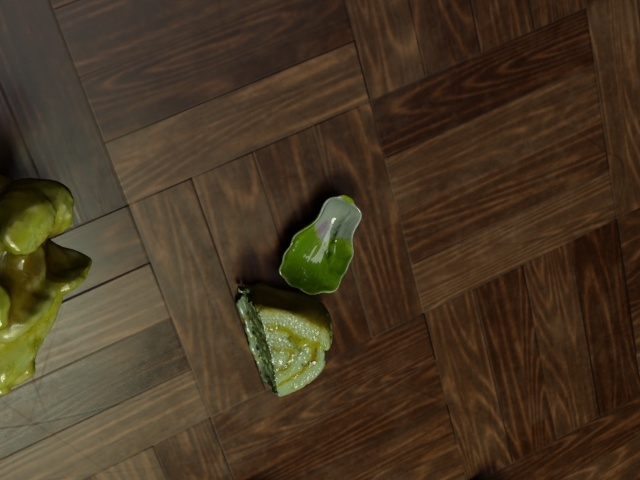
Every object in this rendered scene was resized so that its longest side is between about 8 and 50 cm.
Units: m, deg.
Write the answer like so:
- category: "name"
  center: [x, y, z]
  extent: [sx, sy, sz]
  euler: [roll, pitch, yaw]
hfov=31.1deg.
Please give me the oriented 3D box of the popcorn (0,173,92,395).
- category: "popcorn"
  center: [-0.381, 0.048, 1.222]
  extent: [0.242, 0.235, 0.250]
  euler: [14, 125, 13]

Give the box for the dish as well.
- category: "dish"
  center: [0.000, 0.000, 1.481]
  extent: [0.091, 0.039, 0.137]
  euler: [23, 98, -26]

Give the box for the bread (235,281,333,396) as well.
- category: "bread"
  center: [-0.037, 0.112, 1.473]
  extent: [0.110, 0.103, 0.156]
  euler: [-20, 126, -11]
